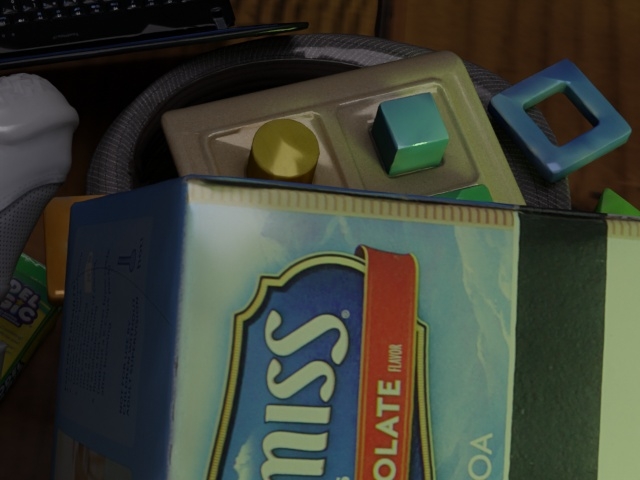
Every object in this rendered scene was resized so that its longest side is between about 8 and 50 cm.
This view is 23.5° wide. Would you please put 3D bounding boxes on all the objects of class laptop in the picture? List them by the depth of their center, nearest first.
[{"bbox_3d":[-0.164,-0.185,0.970,0.234,0.136,0.264,-10,63,-18],"label":"laptop"}]

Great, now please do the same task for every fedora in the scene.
[{"bbox_3d":[0.000,0.000,0.916,0.275,0.124,0.243,-2,59,-9],"label":"fedora"}]

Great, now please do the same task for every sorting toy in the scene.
[{"bbox_3d":[0.023,-0.019,0.828,0.348,0.047,0.196,-15,62,-15],"label":"sorting toy"}]

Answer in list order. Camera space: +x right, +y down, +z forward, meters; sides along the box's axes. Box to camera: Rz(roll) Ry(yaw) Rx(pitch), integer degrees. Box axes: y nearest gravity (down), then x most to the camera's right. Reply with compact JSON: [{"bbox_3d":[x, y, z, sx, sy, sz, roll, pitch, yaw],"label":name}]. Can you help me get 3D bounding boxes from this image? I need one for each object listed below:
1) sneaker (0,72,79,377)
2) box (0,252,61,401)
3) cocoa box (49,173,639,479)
[{"bbox_3d":[-0.188,0.110,0.742,0.210,0.137,0.366,38,90,0],"label":"sneaker"},{"bbox_3d":[-0.224,0.062,0.869,0.105,0.043,0.179,29,56,2],"label":"box"},{"bbox_3d":[0.009,0.155,0.648,0.228,0.231,0.347,5,87,-19],"label":"cocoa box"}]
